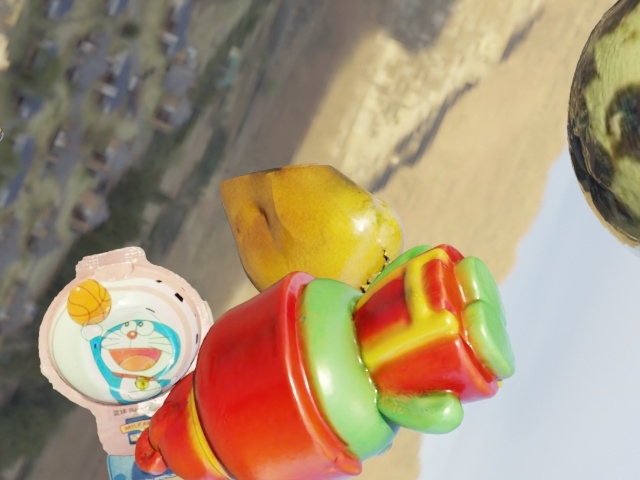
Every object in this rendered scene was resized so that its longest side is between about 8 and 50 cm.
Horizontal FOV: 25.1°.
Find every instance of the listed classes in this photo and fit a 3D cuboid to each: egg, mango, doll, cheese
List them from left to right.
[{"bbox_3d":[-0.202,0.139,1.545,0.074,0.189,0.285,-118,-159,-64],"label":"cheese"},{"bbox_3d":[-0.017,0.120,1.202,0.363,0.160,0.182,-28,-131,27],"label":"doll"},{"bbox_3d":[0.000,0.000,1.524,0.236,0.136,0.166,-8,-87,60],"label":"mango"},{"bbox_3d":[0.423,-0.124,1.472,0.428,0.345,0.345,101,12,-83],"label":"egg"}]

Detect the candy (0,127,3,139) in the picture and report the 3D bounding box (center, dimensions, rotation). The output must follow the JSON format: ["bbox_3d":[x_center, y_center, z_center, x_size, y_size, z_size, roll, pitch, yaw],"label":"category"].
[{"bbox_3d":[-0.405,-0.037,1.238,0.271,0.143,0.101,-42,126,-44],"label":"candy"}]
